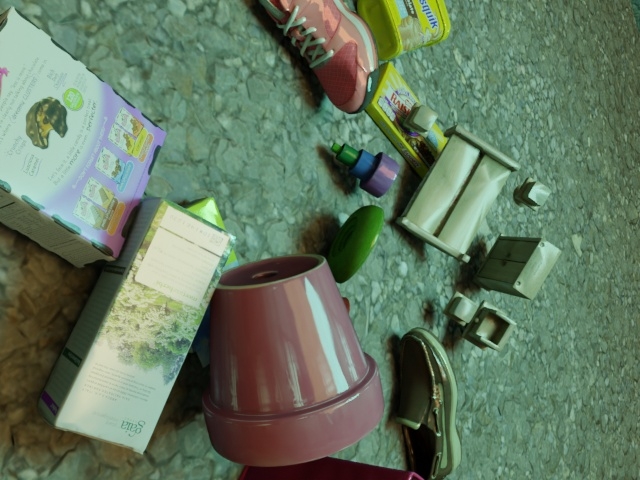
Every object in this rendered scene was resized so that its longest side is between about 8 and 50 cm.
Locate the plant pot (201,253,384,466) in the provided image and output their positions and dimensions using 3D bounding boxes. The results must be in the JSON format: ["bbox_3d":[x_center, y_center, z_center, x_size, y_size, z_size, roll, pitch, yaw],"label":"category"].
[{"bbox_3d":[-0.041,0.118,0.700,0.201,0.201,0.180,-22,106,-46],"label":"plant pot"}]

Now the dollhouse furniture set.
[{"bbox_3d":[0.226,-0.019,1.159,0.355,0.174,0.303,32,86,-9],"label":"dollhouse furniture set"}]

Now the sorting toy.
[{"bbox_3d":[0.000,0.000,0.902,0.126,0.127,0.365,30,63,-13],"label":"sorting toy"}]

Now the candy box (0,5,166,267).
[{"bbox_3d":[-0.267,-0.093,0.619,0.196,0.070,0.165,41,49,-39],"label":"candy box"}]

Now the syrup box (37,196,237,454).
[{"bbox_3d":[-0.186,0.081,0.646,0.093,0.096,0.237,29,76,-30],"label":"syrup box"}]

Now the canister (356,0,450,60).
[{"bbox_3d":[0.148,-0.394,1.117,0.170,0.073,0.126,-34,108,-42],"label":"canister"}]

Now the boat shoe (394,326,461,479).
[{"bbox_3d":[0.168,0.274,1.028,0.095,0.095,0.257,-19,98,-40],"label":"boat shoe"}]

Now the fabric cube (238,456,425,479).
[{"bbox_3d":[0.028,0.423,0.739,0.254,0.258,0.259,48,53,-31],"label":"fabric cube"}]

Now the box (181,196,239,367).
[{"bbox_3d":[-0.147,0.049,0.764,0.109,0.042,0.178,-32,108,-43],"label":"box"}]

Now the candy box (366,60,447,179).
[{"bbox_3d":[0.156,-0.209,1.131,0.206,0.027,0.105,43,53,-34],"label":"candy box"}]

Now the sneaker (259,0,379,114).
[{"bbox_3d":[-0.025,-0.325,0.920,0.136,0.116,0.314,-24,95,-35],"label":"sneaker"}]
